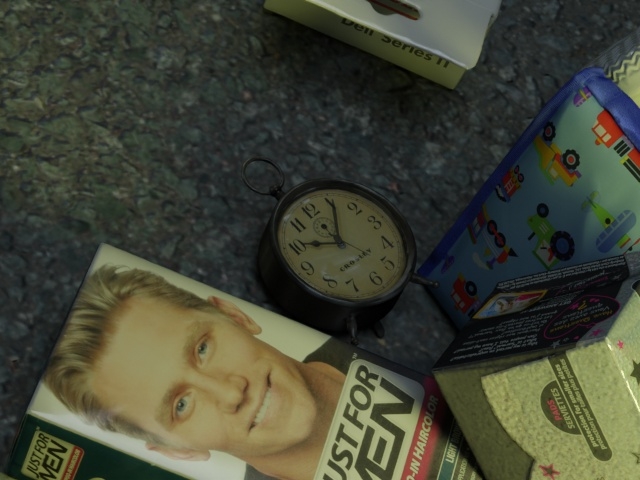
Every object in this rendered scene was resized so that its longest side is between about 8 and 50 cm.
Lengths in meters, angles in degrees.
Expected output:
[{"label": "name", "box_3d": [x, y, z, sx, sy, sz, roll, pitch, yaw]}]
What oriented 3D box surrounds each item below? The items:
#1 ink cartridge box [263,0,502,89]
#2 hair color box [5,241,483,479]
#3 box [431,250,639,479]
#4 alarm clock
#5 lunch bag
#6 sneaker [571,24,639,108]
[{"label": "ink cartridge box", "box_3d": [0.078, -0.285, 1.893, 0.207, 0.119, 0.353, 23, 52, -4]}, {"label": "hair color box", "box_3d": [-0.050, 0.155, 1.559, 0.347, 0.105, 0.174, 22, 52, -4]}, {"label": "box", "box_3d": [0.225, 0.155, 1.541, 0.142, 0.163, 0.247, -48, 117, -48]}, {"label": "alarm clock", "box_3d": [0.000, 0.000, 1.707, 0.129, 0.064, 0.192, -32, 75, -33]}, {"label": "lunch bag", "box_3d": [0.233, 0.013, 1.637, 0.138, 0.293, 0.221, -24, 68, -31]}, {"label": "sneaker", "box_3d": [0.338, -0.089, 1.752, 0.137, 0.366, 0.210, -37, 81, 8]}]
